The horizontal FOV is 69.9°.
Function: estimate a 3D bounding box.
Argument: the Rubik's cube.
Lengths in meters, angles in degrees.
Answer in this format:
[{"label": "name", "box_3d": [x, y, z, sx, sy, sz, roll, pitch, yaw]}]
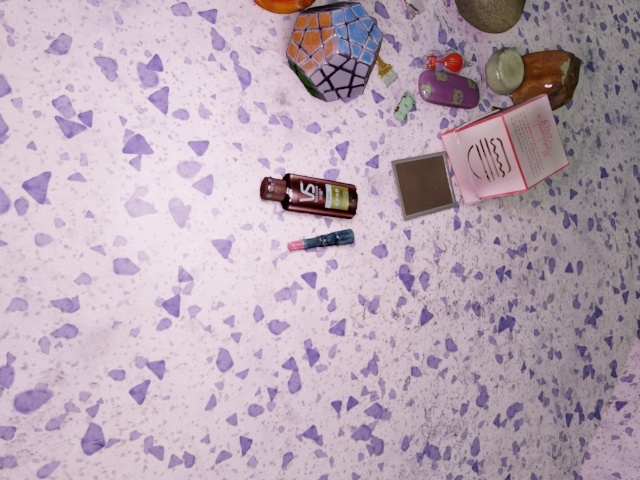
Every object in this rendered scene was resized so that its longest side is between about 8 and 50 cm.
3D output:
[{"label": "Rubik's cube", "box_3d": [0.045, -0.599, 1.456, 0.319, 0.264, 0.319, 3, 85, -29]}]

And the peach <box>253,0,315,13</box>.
[{"label": "peach", "box_3d": [-0.102, -0.806, 1.408, 0.243, 0.243, 0.200, -25, 135, -29]}]

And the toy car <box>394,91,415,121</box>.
[{"label": "toy car", "box_3d": [0.317, -0.505, 1.738, 0.059, 0.035, 0.122, 36, 78, -23]}]

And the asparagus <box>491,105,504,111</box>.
[{"label": "asparagus", "box_3d": [0.791, -0.576, 2.023, 0.108, 0.021, 0.025, -1, 91, -30]}]

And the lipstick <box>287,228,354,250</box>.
[{"label": "lipstick", "box_3d": [0.000, 0.000, 1.513, 0.234, 0.053, 0.053, -8, 90, -26]}]

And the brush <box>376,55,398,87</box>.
[{"label": "brush", "box_3d": [0.210, -0.678, 1.705, 0.082, 0.010, 0.218, -44, 106, -24]}]

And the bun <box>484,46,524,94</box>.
[{"label": "bun", "box_3d": [0.781, -0.728, 1.975, 0.195, 0.118, 0.195, -1, 93, -29]}]

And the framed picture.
[{"label": "framed picture", "box_3d": [0.401, -0.215, 1.772, 0.296, 0.019, 0.232, -15, 94, -31]}]

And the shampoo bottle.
[{"label": "shampoo bottle", "box_3d": [-0.033, -0.147, 1.481, 0.323, 0.084, 0.129, 7, 80, -29]}]

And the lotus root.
[{"label": "lotus root", "box_3d": [1.034, -0.704, 2.070, 0.316, 0.250, 0.316, -1, 91, -39]}]

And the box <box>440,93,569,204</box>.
[{"label": "box", "box_3d": [0.724, -0.356, 1.806, 0.312, 0.300, 0.314, -27, 100, -28]}]

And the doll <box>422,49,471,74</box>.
[{"label": "doll", "box_3d": [0.514, -0.713, 1.844, 0.227, 0.075, 0.102, -8, 104, -20]}]

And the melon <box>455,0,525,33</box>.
[{"label": "melon", "box_3d": [0.695, -0.998, 1.877, 0.329, 0.248, 0.249, 28, 73, -29]}]

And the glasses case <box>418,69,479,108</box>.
[{"label": "glasses case", "box_3d": [0.519, -0.602, 1.837, 0.316, 0.076, 0.123, -2, 88, -30]}]

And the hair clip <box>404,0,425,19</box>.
[{"label": "hair clip", "box_3d": [0.321, -0.966, 1.758, 0.218, 0.071, 0.159, 49, 62, -24]}]
